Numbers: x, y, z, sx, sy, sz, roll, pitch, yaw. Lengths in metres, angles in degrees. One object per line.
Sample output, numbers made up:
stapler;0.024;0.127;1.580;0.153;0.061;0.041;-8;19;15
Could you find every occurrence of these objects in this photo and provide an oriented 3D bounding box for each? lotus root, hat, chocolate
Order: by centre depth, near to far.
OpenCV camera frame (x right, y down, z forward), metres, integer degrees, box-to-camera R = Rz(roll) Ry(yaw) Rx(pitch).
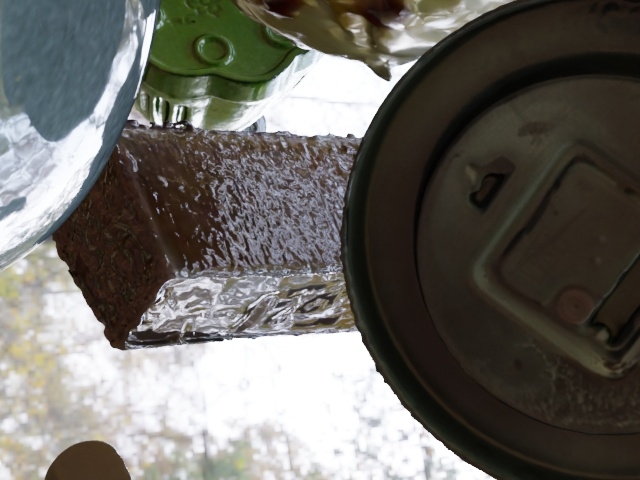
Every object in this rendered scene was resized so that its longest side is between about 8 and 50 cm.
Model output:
chocolate;0.000;0.000;0.857;0.112;0.321;0.112;-53;-128;38
lotus root;-0.092;-0.141;0.978;0.186;0.186;0.186;4;-85;56
hat;-0.221;0.264;1.118;0.173;0.144;0.166;32;-63;31

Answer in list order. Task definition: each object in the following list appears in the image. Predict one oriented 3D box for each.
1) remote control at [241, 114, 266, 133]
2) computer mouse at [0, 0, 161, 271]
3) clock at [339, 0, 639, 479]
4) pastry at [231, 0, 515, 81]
remote control;-0.125;-0.083;1.459;0.034;0.250;0.103;-3;-48;26
computer mouse;-0.112;-0.126;0.386;0.374;0.114;0.203;80;20;-58
clock;0.115;0.003;0.541;0.215;0.042;0.215;6;-73;19
pastry;0.025;-0.168;0.660;0.256;0.236;0.170;22;-77;50
